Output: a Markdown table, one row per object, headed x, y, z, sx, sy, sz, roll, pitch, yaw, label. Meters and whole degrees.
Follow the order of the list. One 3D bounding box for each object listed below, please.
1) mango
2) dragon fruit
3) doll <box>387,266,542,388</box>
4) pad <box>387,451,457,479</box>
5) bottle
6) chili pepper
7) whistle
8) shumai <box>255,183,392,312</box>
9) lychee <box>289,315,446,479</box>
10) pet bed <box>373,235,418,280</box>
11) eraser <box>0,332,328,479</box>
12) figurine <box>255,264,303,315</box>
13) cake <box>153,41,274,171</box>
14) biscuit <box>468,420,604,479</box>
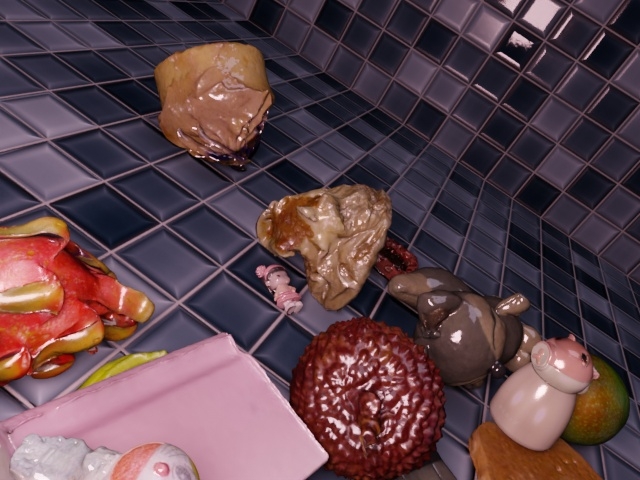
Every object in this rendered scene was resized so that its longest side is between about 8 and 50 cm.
| x | y | z | sx | sy | sz | roll | pitch | yaw | label |
| --- | --- | --- | --- | --- | --- | --- | --- | --- | --- |
| 0.638 | 0.384 | 1.307 | 0.381 | 0.201 | 0.225 | 28 | 29 | -41 | mango |
| -0.414 | 0.089 | 0.747 | 0.227 | 0.243 | 0.307 | 31 | -19 | 45 | dragon fruit |
| 0.290 | 0.205 | 1.281 | 0.382 | 0.253 | 0.378 | 10 | 4 | -39 | doll |
| 0.182 | 0.459 | 0.930 | 0.232 | 0.022 | 0.174 | 2 | 41 | -43 | pad |
| 0.470 | 0.302 | 1.115 | 0.147 | 0.237 | 0.148 | 21 | 22 | -9 | bottle |
| -0.312 | 0.207 | 0.823 | 0.208 | 0.043 | 0.049 | -18 | 82 | -48 | chili pepper |
| -0.213 | 0.249 | 0.550 | 0.222 | 0.123 | 0.123 | 21 | 29 | 6 | whistle |
| 0.001 | -0.034 | 1.223 | 0.262 | 0.267 | 0.314 | 31 | 64 | -11 | shumai |
| 0.077 | 0.259 | 0.887 | 0.264 | 0.264 | 0.300 | 31 | 5 | -3 | lychee |
| 0.195 | 0.048 | 1.530 | 0.201 | 0.054 | 0.201 | 26 | 25 | -13 | pet bed |
| -0.198 | 0.295 | 0.718 | 0.272 | 0.122 | 0.359 | 46 | 33 | 19 | eraser |
| -0.090 | 0.107 | 1.172 | 0.072 | 0.054 | 0.129 | -6 | 52 | -37 | figurine |
| -0.274 | -0.342 | 1.491 | 0.332 | 0.332 | 0.322 | -10 | 87 | -50 | cake |
| 0.466 | 0.535 | 1.039 | 0.364 | 0.062 | 0.385 | 17 | 29 | -22 | biscuit |
